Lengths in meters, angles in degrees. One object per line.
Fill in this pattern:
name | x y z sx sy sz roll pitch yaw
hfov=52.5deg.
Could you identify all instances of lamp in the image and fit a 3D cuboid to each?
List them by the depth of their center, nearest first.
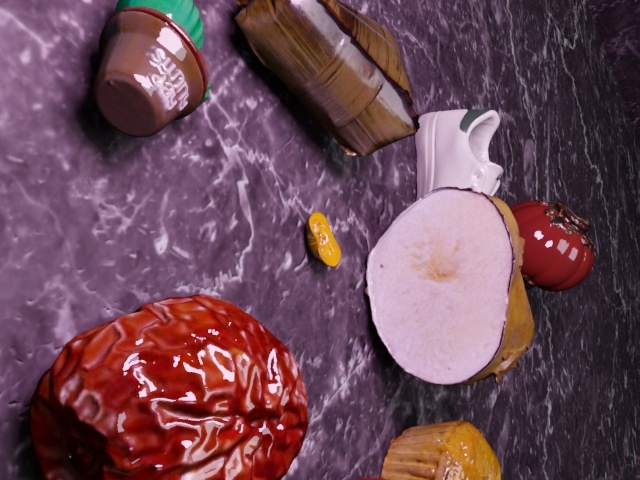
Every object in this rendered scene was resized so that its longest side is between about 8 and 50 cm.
lamp | 0.495 0.016 1.452 0.227 0.227 0.226 11 76 -53

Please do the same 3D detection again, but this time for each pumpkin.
pumpkin | -0.001 0.000 0.919 0.050 0.028 0.083 -12 86 -52

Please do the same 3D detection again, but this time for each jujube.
jujube | -0.125 0.155 0.595 0.232 0.213 0.212 -12 95 -55

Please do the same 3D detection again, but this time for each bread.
bread | 0.202 0.406 1.041 0.240 0.139 0.239 10 77 -52

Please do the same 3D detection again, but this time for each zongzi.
zongzi | 0.020 -0.300 0.928 0.286 0.138 0.300 43 38 -32

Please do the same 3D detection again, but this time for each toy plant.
toy plant | -0.162 -0.188 0.672 0.200 0.105 0.142 -75 149 -43

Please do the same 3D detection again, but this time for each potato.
potato | 0.216 0.079 1.039 0.196 0.247 0.299 21 74 -61

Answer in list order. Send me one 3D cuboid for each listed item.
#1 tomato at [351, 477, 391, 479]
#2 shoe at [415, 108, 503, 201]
tomato | 0.052 0.386 0.889 0.139 0.091 0.159 -18 127 -44
shoe | 0.258 -0.071 1.172 0.132 0.160 0.362 19 69 -49
